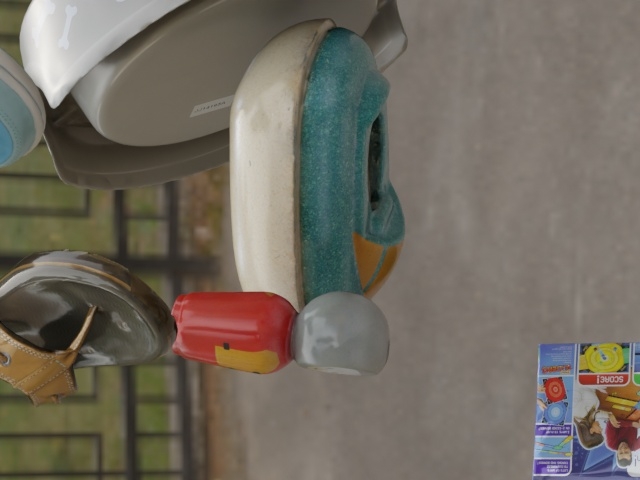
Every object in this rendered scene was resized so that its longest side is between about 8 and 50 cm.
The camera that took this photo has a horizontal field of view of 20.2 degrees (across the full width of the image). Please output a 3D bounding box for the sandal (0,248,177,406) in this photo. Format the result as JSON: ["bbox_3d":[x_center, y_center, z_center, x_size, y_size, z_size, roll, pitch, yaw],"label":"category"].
[{"bbox_3d":[-0.167,0.057,0.967,0.219,0.090,0.060,-7,50,33],"label":"sandal"}]

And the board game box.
[{"bbox_3d":[0.300,0.163,1.662,0.035,0.201,0.136,40,-128,-61],"label":"board game box"}]

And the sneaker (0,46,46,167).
[{"bbox_3d":[-0.343,-0.071,1.173,0.127,0.319,0.208,-53,25,43],"label":"sneaker"}]

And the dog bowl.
[{"bbox_3d":[-0.081,-0.172,1.434,0.102,0.349,0.349,64,154,16],"label":"dog bowl"}]

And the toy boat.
[{"bbox_3d":[0.000,0.000,1.320,0.318,0.148,0.267,-69,-20,-56],"label":"toy boat"}]
